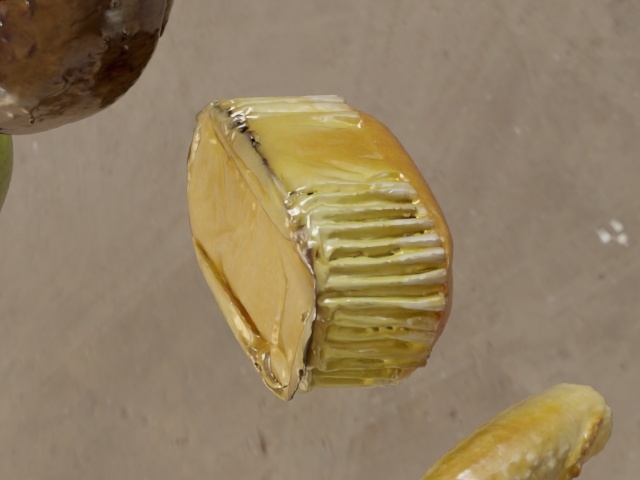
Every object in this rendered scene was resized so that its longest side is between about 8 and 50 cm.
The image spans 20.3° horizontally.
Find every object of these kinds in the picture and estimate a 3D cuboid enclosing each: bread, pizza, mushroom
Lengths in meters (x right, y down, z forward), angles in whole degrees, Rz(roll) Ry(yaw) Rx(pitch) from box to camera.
[{"bbox_3d":[0.000,0.000,1.019,0.114,0.190,0.132,-2,130,-23],"label":"bread"},{"bbox_3d":[0.068,0.165,0.877,0.182,0.062,0.161,-28,142,-40],"label":"pizza"},{"bbox_3d":[-0.185,-0.153,0.897,0.194,0.138,0.231,-37,97,14],"label":"mushroom"}]

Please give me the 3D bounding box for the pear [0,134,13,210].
[{"bbox_3d":[-0.257,-0.062,1.097,0.216,0.166,0.180,-28,69,9],"label":"pear"}]

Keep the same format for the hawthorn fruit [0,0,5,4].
[{"bbox_3d":[-0.152,-0.126,0.595,0.125,0.140,0.125,7,111,19],"label":"hawthorn fruit"}]
